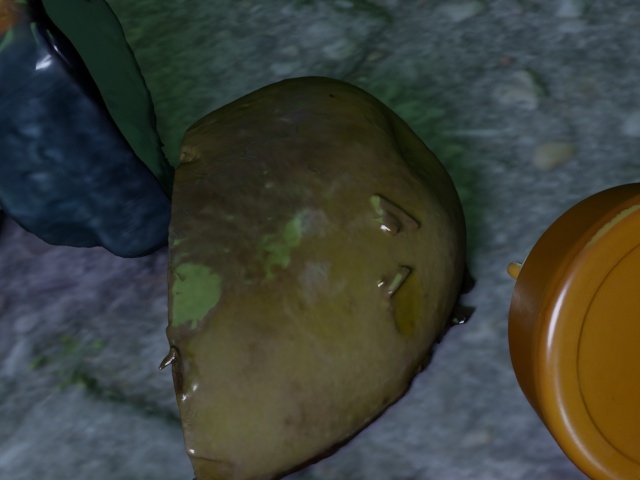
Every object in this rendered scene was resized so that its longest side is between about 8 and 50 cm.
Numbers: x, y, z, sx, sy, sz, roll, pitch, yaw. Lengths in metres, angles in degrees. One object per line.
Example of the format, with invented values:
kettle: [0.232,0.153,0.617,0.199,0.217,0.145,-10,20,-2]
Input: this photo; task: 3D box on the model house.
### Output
model house: [-0.243,-0.051,0.971,0.291,0.184,0.253,-30,45,1]

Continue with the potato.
potato: [0.000,0.000,0.869,0.138,0.098,0.243,-8,39,4]

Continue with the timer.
timer: [0.126,0.029,0.795,0.132,0.132,0.152,-22,16,-11]
